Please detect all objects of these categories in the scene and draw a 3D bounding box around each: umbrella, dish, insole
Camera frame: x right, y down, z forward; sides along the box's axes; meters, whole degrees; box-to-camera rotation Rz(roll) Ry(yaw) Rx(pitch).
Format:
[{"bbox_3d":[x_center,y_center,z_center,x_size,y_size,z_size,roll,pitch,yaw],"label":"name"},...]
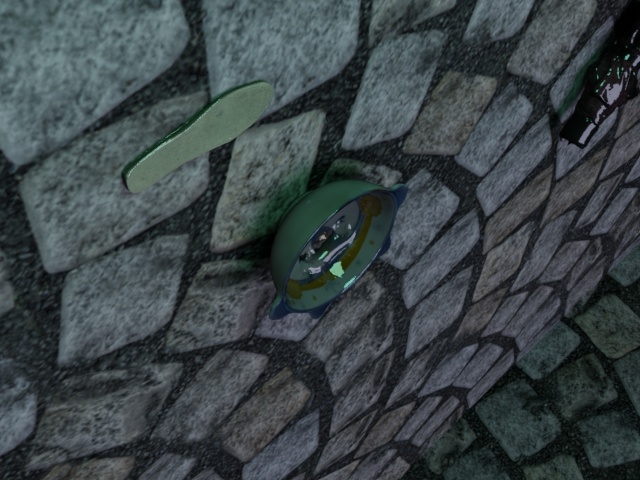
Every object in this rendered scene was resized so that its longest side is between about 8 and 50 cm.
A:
[{"bbox_3d":[0.538,-0.312,1.463,0.326,0.094,0.090,-58,-165,14],"label":"umbrella"},{"bbox_3d":[0.000,0.000,1.085,0.236,0.086,0.228,-31,149,-31],"label":"dish"},{"bbox_3d":[-0.124,-0.110,0.846,0.192,0.010,0.063,-38,151,-20],"label":"insole"}]
